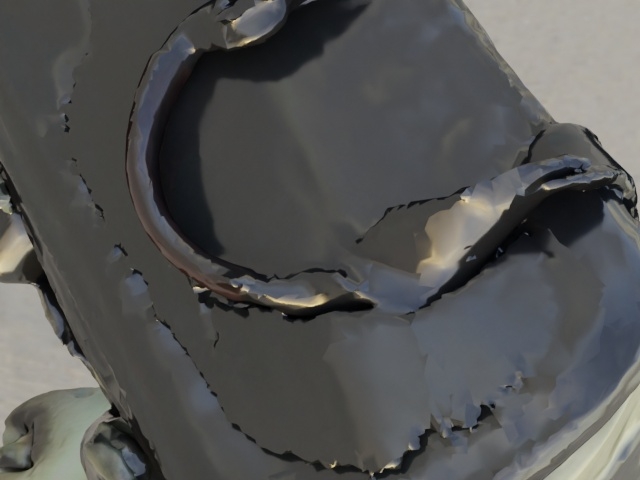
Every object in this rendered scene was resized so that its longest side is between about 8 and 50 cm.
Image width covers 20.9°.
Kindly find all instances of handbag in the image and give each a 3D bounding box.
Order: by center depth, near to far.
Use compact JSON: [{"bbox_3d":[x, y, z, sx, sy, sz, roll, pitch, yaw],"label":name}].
[{"bbox_3d":[0.000,0.000,0.532,0.181,0.254,0.181,-36,152,8],"label":"handbag"}]

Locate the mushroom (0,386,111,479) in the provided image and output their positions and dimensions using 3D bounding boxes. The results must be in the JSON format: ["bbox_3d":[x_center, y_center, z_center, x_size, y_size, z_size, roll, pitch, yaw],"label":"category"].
[{"bbox_3d":[-0.194,0.235,1.200,0.267,0.189,0.164,-70,144,-60],"label":"mushroom"}]
